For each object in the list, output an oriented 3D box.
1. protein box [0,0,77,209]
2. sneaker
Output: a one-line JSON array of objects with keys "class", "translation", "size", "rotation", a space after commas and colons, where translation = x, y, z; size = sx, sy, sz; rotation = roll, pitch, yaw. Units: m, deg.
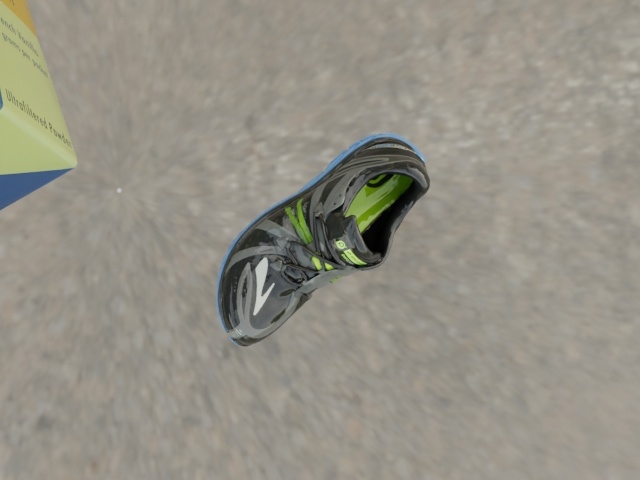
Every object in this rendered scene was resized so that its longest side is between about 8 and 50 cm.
[{"class": "protein box", "translation": [-0.214, -0.082, 0.599], "size": [0.200, 0.136, 0.201], "rotation": [-28, 60, 13]}, {"class": "sneaker", "translation": [0.000, 0.000, 1.334], "size": [0.188, 0.078, 0.067], "rotation": [-43, 117, 0]}]
